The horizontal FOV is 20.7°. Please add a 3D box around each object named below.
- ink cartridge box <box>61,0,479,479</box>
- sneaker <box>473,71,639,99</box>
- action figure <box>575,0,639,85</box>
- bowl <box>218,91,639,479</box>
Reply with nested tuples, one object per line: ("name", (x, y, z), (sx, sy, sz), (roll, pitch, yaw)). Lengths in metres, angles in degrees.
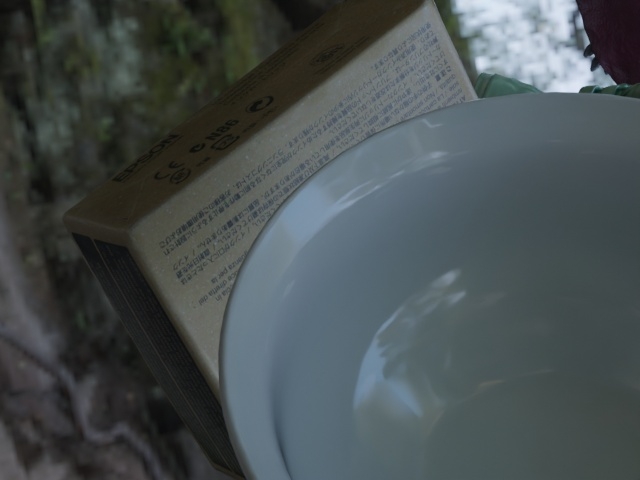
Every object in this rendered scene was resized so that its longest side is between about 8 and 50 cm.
("ink cartridge box", (0.000, 0.000, 1.005), (0.088, 0.234, 0.193), (12, -45, 54))
("sneaker", (0.204, -0.097, 1.471), (0.094, 0.151, 0.256), (-67, -170, -21))
("action figure", (0.401, -0.247, 1.654), (0.248, 0.275, 0.370), (59, -25, -16))
("bowl", (0.108, 0.082, 0.769), (0.134, 0.297, 0.298), (85, -18, -48))
